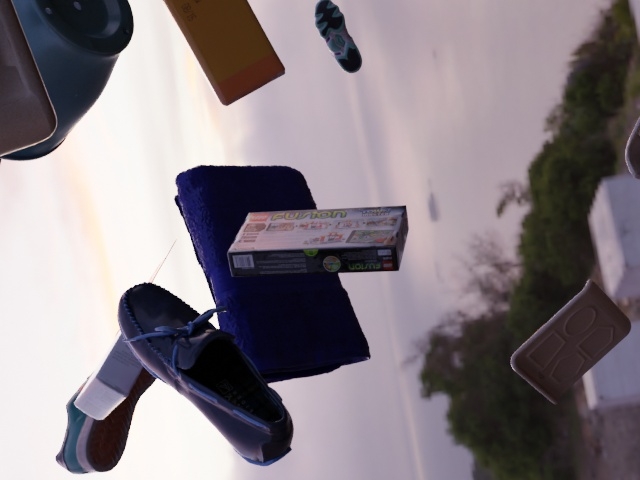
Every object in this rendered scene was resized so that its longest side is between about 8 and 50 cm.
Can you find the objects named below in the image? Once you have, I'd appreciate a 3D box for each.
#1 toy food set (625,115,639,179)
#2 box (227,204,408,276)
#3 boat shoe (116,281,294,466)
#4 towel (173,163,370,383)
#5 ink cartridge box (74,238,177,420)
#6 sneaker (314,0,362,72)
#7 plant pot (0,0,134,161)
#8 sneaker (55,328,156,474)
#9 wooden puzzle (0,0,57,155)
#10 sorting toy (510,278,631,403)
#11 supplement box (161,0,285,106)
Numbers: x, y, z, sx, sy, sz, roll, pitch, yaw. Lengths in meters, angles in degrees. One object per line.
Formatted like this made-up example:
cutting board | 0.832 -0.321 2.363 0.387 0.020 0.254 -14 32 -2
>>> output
toy food set | 0.681 -0.229 2.034 0.092 0.219 0.306 57 135 48
box | 0.000 0.000 1.453 0.114 0.207 0.036 -67 -28 -61
boat shoe | -0.115 0.123 1.271 0.258 0.109 0.089 37 145 17
towel | -0.072 0.044 1.613 0.076 0.227 0.308 -36 65 42
ink cartridge box | -0.258 0.131 1.682 0.232 0.066 0.189 -58 7 -27
sneaker | 0.019 -0.254 1.479 0.069 0.038 0.098 -100 -13 -82
plant pot | -0.424 -0.297 1.774 0.271 0.255 0.272 27 -132 -33
sneaker | -0.369 0.258 2.021 0.108 0.121 0.302 47 -132 -33
wooden puzzle | -0.428 -0.189 0.978 0.080 0.322 0.348 -119 11 -68
sorting toy | 0.448 0.181 2.122 0.193 0.208 0.038 39 -174 -44
supplement box | -0.126 -0.257 1.212 0.233 0.078 0.080 62 177 -15
